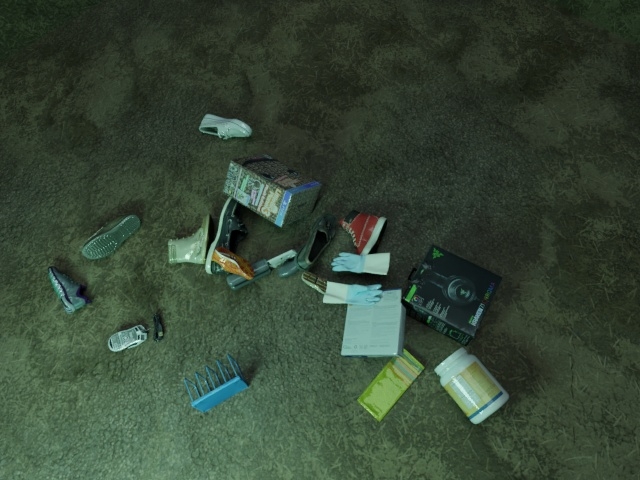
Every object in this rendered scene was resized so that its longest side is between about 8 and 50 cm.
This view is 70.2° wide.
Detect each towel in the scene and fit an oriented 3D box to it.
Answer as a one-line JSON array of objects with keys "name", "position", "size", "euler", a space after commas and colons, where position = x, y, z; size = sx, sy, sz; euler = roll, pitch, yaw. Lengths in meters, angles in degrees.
[{"name": "towel", "position": [0.236, 0.476, 1.518], "size": [0.102, 0.021, 0.237], "euler": [39, 72, 22]}]

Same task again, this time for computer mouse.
[{"name": "computer mouse", "position": [-0.669, 0.345, 1.656], "size": [0.192, 0.042, 0.106], "euler": [-20, 68, -11]}]

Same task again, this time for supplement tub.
[{"name": "supplement tub", "position": [0.473, 0.454, 1.439], "size": [0.144, 0.144, 0.200], "euler": [-33, 65, -12]}]

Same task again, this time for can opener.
[{"name": "can opener", "position": [-0.205, 0.122, 1.708], "size": [0.283, 0.076, 0.095], "euler": [-26, 63, -7]}]

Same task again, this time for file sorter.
[{"name": "file sorter", "position": [-0.348, 0.473, 1.518], "size": [0.170, 0.118, 0.105], "euler": [-28, 61, -9]}]

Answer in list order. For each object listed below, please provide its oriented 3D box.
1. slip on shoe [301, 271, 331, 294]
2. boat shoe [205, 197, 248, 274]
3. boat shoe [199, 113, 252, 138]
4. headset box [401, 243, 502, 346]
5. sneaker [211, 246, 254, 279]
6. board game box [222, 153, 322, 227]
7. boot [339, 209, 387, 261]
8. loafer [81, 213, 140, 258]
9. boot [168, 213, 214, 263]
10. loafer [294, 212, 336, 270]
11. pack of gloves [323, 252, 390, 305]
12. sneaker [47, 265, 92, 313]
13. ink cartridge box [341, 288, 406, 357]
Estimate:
[{"name": "slip on shoe", "position": [-0.012, 0.162, 1.690], "size": [0.135, 0.041, 0.052], "euler": [27, 67, -3]}, {"name": "boat shoe", "position": [-0.338, -0.025, 1.766], "size": [0.112, 0.127, 0.340], "euler": [12, 66, 9]}, {"name": "boat shoe", "position": [-0.425, -0.493, 2.040], "size": [0.258, 0.095, 0.084], "euler": [16, 69, 24]}, {"name": "headset box", "position": [0.440, 0.182, 1.588], "size": [0.283, 0.131, 0.246], "euler": [28, 68, 18]}, {"name": "sneaker", "position": [-0.317, 0.091, 1.667], "size": [0.175, 0.067, 0.064], "euler": [35, 33, 6]}, {"name": "board game box", "position": [-0.185, -0.203, 1.770], "size": [0.291, 0.141, 0.232], "euler": [30, 28, 18]}, {"name": "boot", "position": [0.133, 0.000, 1.742], "size": [0.176, 0.088, 0.244], "euler": [17, 67, 22]}, {"name": "loafer", "position": [-0.847, -0.021, 1.840], "size": [0.251, 0.094, 0.087], "euler": [-40, 42, -25]}, {"name": "boot", "position": [-0.512, -0.007, 1.801], "size": [0.164, 0.077, 0.213], "euler": [-1, 66, 6]}, {"name": "loafer", "position": [0.000, 0.000, 1.723], "size": [0.096, 0.084, 0.268], "euler": [40, 61, -18]}, {"name": "pack of gloves", "position": [0.119, 0.127, 1.608], "size": [0.232, 0.046, 0.195], "euler": [-1, 67, 31]}, {"name": "sneaker", "position": [-0.969, 0.179, 1.759], "size": [0.098, 0.083, 0.224], "euler": [-24, 64, -33]}, {"name": "ink cartridge box", "position": [0.182, 0.283, 1.549], "size": [0.223, 0.045, 0.224], "euler": [-10, 60, 37]}]
